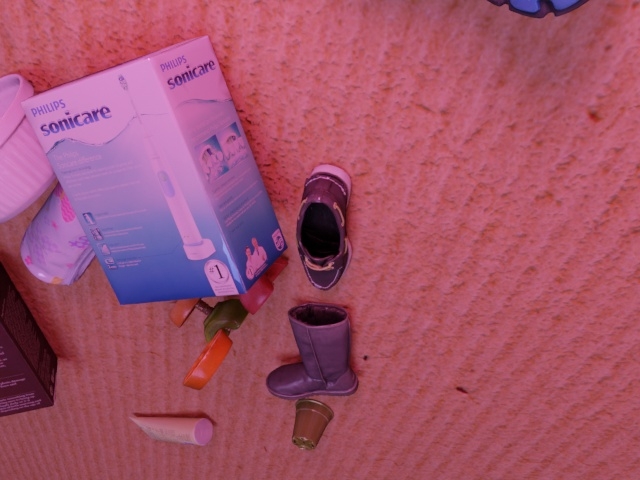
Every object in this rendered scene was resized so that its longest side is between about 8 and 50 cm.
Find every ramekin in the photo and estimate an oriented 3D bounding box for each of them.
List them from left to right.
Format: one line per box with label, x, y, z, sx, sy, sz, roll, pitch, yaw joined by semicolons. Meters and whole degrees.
ramekin;-0.444;-0.117;0.882;0.207;0.207;0.109;-10;138;30

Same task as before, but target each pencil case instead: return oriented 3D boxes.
pencil case;-0.372;-0.026;1.005;0.273;0.113;0.124;-31;94;43

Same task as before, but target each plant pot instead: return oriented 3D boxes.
plant pot;-0.023;0.378;1.308;0.083;0.079;0.083;12;138;11

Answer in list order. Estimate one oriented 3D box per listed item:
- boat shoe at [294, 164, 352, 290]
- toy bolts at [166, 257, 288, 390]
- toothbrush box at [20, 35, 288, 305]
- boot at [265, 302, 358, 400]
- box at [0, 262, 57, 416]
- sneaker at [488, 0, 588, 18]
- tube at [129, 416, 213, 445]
boat shoe;0.000;0.000;0.911;0.081;0.068;0.227;12;137;11
toy bolts;-0.184;0.087;1.000;0.158;0.218;0.228;36;119;-6
toothbrush box;-0.203;-0.078;0.818;0.216;0.126;0.295;-9;114;29
boot;-0.027;0.196;1.124;0.190;0.076;0.208;-8;139;10
box;-0.698;0.206;1.317;0.191;0.143;0.381;-10;137;-7
sneaker;0.094;-0.304;0.530;0.341;0.139;0.125;36;150;12
tube;-0.359;0.453;1.548;0.240;0.062;0.070;-11;85;38
